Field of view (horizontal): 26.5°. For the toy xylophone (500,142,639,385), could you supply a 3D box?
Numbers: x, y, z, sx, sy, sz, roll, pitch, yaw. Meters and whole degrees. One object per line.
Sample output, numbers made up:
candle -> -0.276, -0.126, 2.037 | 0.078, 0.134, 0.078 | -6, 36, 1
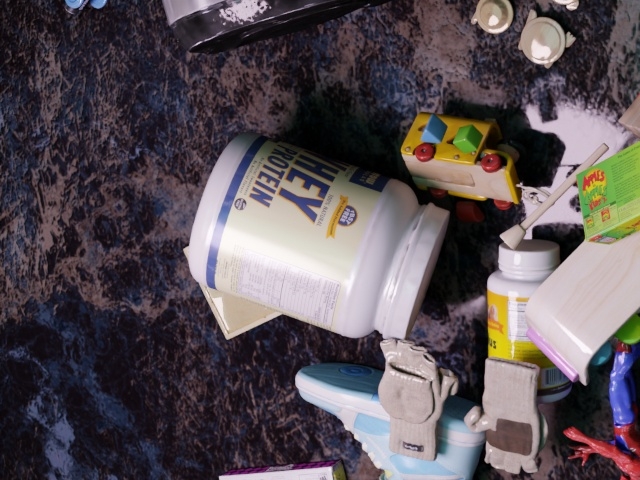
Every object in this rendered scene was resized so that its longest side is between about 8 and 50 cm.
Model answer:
toy xylophone -> 0.383, 0.016, 1.759 | 0.323, 0.081, 0.236 | -39, 62, 10

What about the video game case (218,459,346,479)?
video game case -> -0.042, 0.471, 2.229 | 0.232, 0.042, 0.210 | -12, 96, 33

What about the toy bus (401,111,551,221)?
toy bus -> 0.217, -0.119, 1.885 | 0.202, 0.104, 0.191 | 32, 155, -13

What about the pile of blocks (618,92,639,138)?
pile of blocks -> 0.477, -0.271, 1.703 | 0.112, 0.149, 0.362 | -135, 58, -66

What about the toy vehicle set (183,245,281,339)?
toy vehicle set -> -0.081, 0.035, 2.145 | 0.267, 0.035, 0.166 | -26, 88, 33

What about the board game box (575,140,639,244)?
board game box -> 0.393, -0.068, 1.657 | 0.181, 0.043, 0.092 | -32, 57, 51

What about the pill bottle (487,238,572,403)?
pill bottle -> 0.291, 0.111, 1.889 | 0.117, 0.117, 0.215 | 5, 105, 30

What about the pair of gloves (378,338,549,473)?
pair of gloves -> 0.199, 0.230, 1.885 | 0.240, 0.042, 0.204 | 5, 126, 23

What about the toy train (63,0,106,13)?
toy train -> -0.368, -0.449, 2.173 | 0.184, 0.080, 0.105 | -47, 71, 31

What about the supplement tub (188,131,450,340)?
supplement tub -> 0.000, 0.000, 1.940 | 0.325, 0.235, 0.235 | 19, 113, 8

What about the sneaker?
sneaker -> 0.092, 0.316, 2.060 | 0.319, 0.127, 0.208 | 17, 109, 28

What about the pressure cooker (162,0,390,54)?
pressure cooker -> -0.080, -0.489, 1.813 | 0.376, 0.370, 0.420 | -12, 95, 36

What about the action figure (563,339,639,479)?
action figure -> 0.384, 0.229, 1.880 | 0.139, 0.091, 0.280 | -7, 98, 26

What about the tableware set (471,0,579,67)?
tableware set -> 0.280, -0.325, 1.843 | 0.169, 0.020, 0.141 | 31, 119, 20
